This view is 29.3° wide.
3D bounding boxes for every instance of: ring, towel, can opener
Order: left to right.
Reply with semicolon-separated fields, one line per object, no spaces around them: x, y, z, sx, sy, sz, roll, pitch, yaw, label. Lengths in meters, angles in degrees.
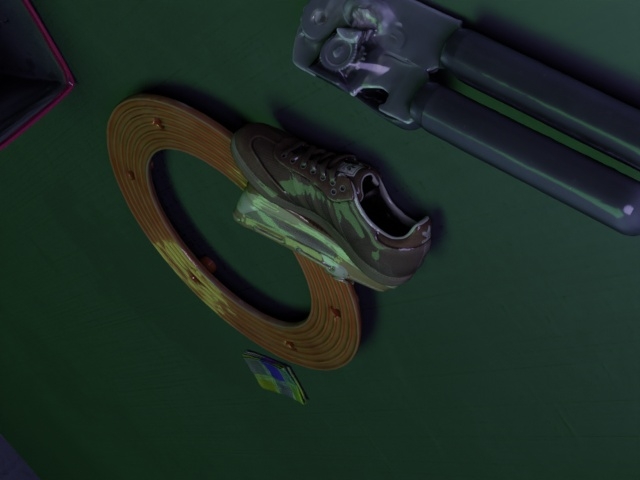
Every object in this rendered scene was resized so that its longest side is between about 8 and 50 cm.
-0.083;-0.008;1.199;0.337;0.032;0.336;34;152;22;ring
-0.053;0.158;1.409;0.083;0.009;0.060;14;138;49;towel
0.103;-0.089;0.787;0.283;0.076;0.095;32;-178;27;can opener

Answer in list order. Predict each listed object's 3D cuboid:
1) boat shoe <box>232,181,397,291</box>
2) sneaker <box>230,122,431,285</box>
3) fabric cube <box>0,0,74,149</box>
-0.001;0.001;1.025;0.153;0.056;0.048;30;124;-2;boat shoe
0.013;-0.047;0.983;0.188;0.066;0.071;39;134;9;sneaker
-0.461;-0.199;1.240;0.258;0.254;0.259;15;140;47;fabric cube
